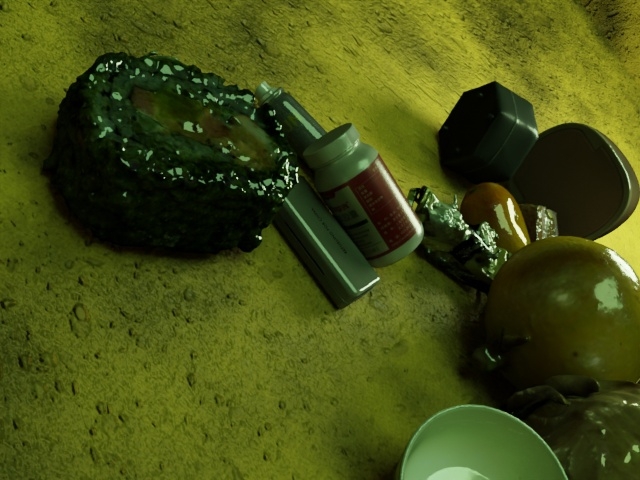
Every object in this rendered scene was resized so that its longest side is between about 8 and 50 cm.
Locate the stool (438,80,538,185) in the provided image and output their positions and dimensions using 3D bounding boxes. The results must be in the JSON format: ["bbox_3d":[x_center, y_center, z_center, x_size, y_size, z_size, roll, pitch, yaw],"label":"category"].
[{"bbox_3d":[0.390,-0.251,1.946,0.141,0.232,0.232,26,42,-24],"label":"stool"}]

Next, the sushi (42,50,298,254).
[{"bbox_3d":[-0.226,-0.137,1.253,0.352,0.178,0.294,7,50,-37],"label":"sushi"}]

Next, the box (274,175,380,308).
[{"bbox_3d":[0.000,0.000,1.457,0.244,0.055,0.103,53,36,8],"label":"box"}]

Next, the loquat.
[{"bbox_3d":[0.442,0.167,1.549,0.359,0.328,0.328,-22,71,-15],"label":"loquat"}]

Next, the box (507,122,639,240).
[{"bbox_3d":[0.641,-0.136,2.053,0.216,0.301,0.301,-6,61,-56],"label":"box"}]

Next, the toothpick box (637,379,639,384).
[{"bbox_3d":[0.789,0.408,1.591,0.409,0.409,0.425,26,36,-27],"label":"toothpick box"}]

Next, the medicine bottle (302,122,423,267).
[{"bbox_3d":[0.077,-0.080,1.499,0.250,0.131,0.131,56,34,-17],"label":"medicine bottle"}]

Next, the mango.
[{"bbox_3d":[0.387,-0.023,1.812,0.151,0.120,0.221,-1,66,-47],"label":"mango"}]

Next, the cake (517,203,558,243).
[{"bbox_3d":[0.502,0.041,1.887,0.116,0.113,0.295,8,64,-39],"label":"cake"}]

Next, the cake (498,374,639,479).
[{"bbox_3d":[0.446,0.382,1.382,0.332,0.332,0.321,7,26,-41],"label":"cake"}]

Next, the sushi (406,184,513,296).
[{"bbox_3d":[0.283,-0.012,1.687,0.291,0.131,0.139,34,50,-16],"label":"sushi"}]

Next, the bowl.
[{"bbox_3d":[0.220,0.394,1.216,0.277,0.145,0.277,8,57,-13],"label":"bowl"}]

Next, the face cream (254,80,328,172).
[{"bbox_3d":[-0.021,-0.192,1.594,0.283,0.073,0.073,46,37,-3],"label":"face cream"}]
